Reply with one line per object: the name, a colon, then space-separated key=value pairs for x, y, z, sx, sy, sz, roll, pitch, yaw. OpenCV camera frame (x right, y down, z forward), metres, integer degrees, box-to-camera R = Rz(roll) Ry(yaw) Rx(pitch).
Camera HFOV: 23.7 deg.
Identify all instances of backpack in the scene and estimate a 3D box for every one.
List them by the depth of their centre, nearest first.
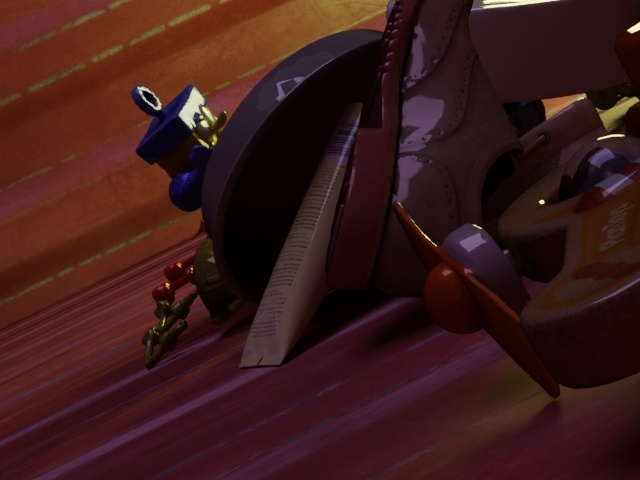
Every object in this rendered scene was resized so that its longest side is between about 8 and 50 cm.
backpack: x=0.197 y=-0.107 z=1.611 sx=0.084 sy=0.105 sz=0.114 roll=-1 pitch=12 yaw=12

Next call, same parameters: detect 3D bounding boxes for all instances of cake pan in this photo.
cake pan: x=0.008 y=-0.071 z=1.391 sx=0.293 sy=0.054 sz=0.293 roll=-30 pitch=-36 yaw=-25

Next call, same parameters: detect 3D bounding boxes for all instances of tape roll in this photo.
tape roll: x=0.213 y=-0.222 z=1.620 sx=0.286 sy=0.100 sz=0.286 roll=-7 pitch=17 yaw=2

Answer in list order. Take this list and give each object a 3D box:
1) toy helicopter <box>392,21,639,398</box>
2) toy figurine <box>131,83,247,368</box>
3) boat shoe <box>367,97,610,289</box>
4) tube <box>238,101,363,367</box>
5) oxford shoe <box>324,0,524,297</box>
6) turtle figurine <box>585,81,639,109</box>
toy helicopter: x=0.135 y=-0.005 z=0.738 sx=0.235 sy=0.140 sz=0.355 roll=-26 pitch=7 yaw=18
toy figurine: x=-0.154 y=-0.059 z=1.637 sx=0.191 sy=0.217 sz=0.362 roll=-30 pitch=18 yaw=20
boat shoe: x=0.119 y=-0.037 z=1.281 sx=0.302 sy=0.098 sz=0.109 roll=-20 pitch=7 yaw=42
tube: x=0.000 y=0.000 z=1.272 sx=0.240 sy=0.062 sz=0.070 roll=-64 pitch=-23 yaw=-17
oxford shoe: x=0.095 y=-0.089 z=1.191 sx=0.123 sy=0.130 sz=0.348 roll=104 pitch=-179 yaw=-54
turtle figurine: x=0.353 y=-0.206 z=1.811 sx=0.269 sy=0.087 sz=0.217 roll=8 pitch=19 yaw=9
